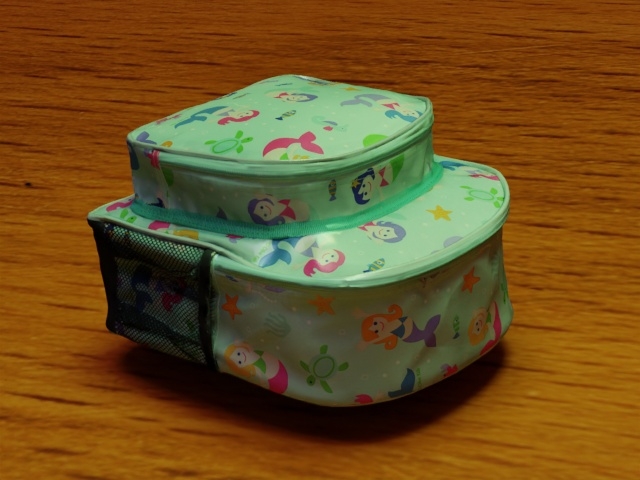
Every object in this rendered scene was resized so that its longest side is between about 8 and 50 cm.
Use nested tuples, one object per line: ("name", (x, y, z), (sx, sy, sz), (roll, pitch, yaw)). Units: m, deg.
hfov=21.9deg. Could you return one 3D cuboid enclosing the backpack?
("backpack", (0.000, 0.000, 1.092), (0.253, 0.191, 0.225), (22, 33, 36))
